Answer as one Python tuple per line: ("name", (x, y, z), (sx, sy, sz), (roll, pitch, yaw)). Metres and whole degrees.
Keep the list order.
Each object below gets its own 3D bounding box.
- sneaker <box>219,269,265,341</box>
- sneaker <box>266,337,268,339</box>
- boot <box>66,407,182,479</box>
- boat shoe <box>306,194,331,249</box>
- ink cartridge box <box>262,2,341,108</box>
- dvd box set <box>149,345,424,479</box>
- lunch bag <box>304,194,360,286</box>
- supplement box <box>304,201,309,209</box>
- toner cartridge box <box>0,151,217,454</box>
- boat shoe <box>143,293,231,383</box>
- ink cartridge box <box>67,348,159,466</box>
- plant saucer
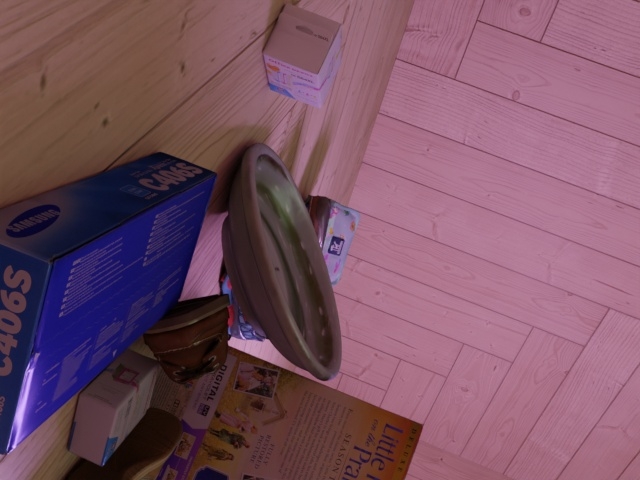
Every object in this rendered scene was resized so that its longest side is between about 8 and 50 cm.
("sneaker", (-0.121, 0.099, 1.458), (0.262, 0.125, 0.104), (105, 8, -48))
("sneaker", (-0.103, 0.129, 1.757), (0.079, 0.121, 0.217), (-59, 169, -63))
("boot", (-0.286, 0.368, 1.040), (0.262, 0.095, 0.204), (-55, 164, -62))
("boat shoe", (-0.054, -0.003, 1.716), (0.324, 0.116, 0.123), (113, -10, -59))
("ink cartridge box", (-0.026, -0.280, 1.149), (0.143, 0.092, 0.090), (80, 32, -77))
("dvd box set", (-0.091, 0.344, 1.164), (0.062, 0.420, 0.308), (81, 30, -78))
("lunch bag", (0.000, 0.000, 1.998), (0.262, 0.160, 0.224), (-127, -124, -89))
("supplement box", (-0.077, -0.046, 1.559), (0.056, 0.083, 0.083), (-53, 162, -74))
("toner cartridge box", (-0.203, 0.029, 0.695), (0.348, 0.075, 0.165), (-52, 162, -72))
("boat shoe", (-0.159, 0.128, 0.979), (0.307, 0.110, 0.105), (131, -52, -87))
("ink cartridge box", (-0.256, 0.205, 0.951), (0.122, 0.052, 0.089), (-52, 163, -66))
("plant saucer", (-0.074, 0.043, 1.250), (0.400, 0.100, 0.401), (-17, 90, -79))
